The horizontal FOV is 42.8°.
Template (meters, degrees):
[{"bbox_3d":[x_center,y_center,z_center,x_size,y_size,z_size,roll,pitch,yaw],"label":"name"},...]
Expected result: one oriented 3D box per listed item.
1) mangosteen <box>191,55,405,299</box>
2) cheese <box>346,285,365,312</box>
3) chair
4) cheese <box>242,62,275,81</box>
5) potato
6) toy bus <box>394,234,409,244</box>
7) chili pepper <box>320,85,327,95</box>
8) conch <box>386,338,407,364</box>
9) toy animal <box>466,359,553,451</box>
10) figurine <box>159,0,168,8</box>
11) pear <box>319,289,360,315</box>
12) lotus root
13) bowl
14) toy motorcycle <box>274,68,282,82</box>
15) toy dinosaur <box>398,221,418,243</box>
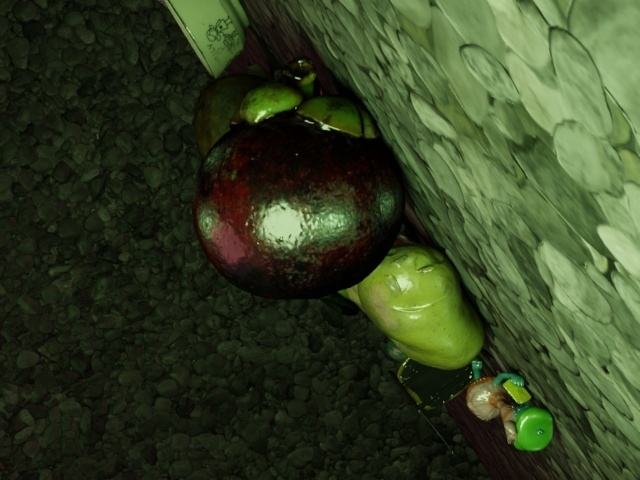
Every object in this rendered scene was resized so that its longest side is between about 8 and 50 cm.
[{"bbox_3d":[-0.035,-0.068,1.098,0.300,0.300,0.300,56,178,3],"label":"mangosteen"},{"bbox_3d":[0.157,0.135,1.652,0.214,0.117,0.226,42,180,31],"label":"cheese"},{"bbox_3d":[0.231,0.254,1.525,0.172,0.159,0.247,55,178,-31],"label":"chair"},{"bbox_3d":[-0.096,-0.296,1.876,0.249,0.071,0.163,49,179,-15],"label":"cheese"},{"bbox_3d":[0.153,0.098,1.218,0.248,0.143,0.169,47,179,-32],"label":"potato"},{"bbox_3d":[0.098,-0.004,1.580,0.092,0.093,0.409,63,175,-19],"label":"toy bus"},{"bbox_3d":[0.023,-0.188,1.330,0.045,0.027,0.178,56,177,32],"label":"chili pepper"},{"bbox_3d":[0.260,0.295,2.128,0.176,0.122,0.188,13,143,57],"label":"conch"},{"bbox_3d":[0.287,0.244,1.267,0.208,0.100,0.103,-119,35,-77],"label":"toy animal"},{"bbox_3d":[-0.320,-0.587,1.858,0.194,0.133,0.274,42,-174,-19],"label":"figurine"},{"bbox_3d":[0.001,-0.004,2.112,0.399,0.165,0.399,39,-168,-10],"label":"pear"},{"bbox_3d":[-0.123,-0.193,1.683,0.346,0.250,0.250,51,176,21],"label":"lotus root"},{"bbox_3d":[-0.229,-0.460,1.658,0.237,0.126,0.238,57,179,2],"label":"bowl"},{"bbox_3d":[-0.039,-0.185,1.410,0.270,0.106,0.159,64,-169,-76],"label":"toy motorcycle"},{"bbox_3d":[0.127,-0.023,1.361,0.106,0.044,0.187,41,178,-2],"label":"toy dinosaur"}]
